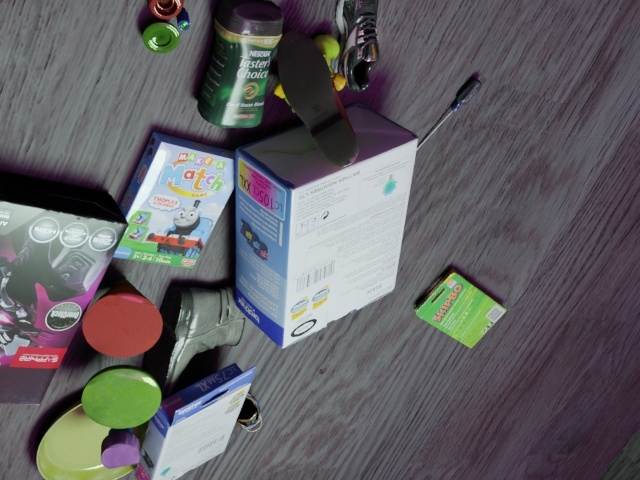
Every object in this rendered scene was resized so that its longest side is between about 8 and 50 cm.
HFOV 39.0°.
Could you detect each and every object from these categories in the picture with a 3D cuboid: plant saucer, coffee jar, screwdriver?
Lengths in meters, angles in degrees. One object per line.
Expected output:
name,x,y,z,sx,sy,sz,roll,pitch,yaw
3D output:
plant saucer,-0.404,0.358,1.658,0.241,0.037,0.241,-19,134,-21
coffee jar,-0.115,-0.258,1.309,0.096,0.079,0.184,-6,128,-32
screwdriver,0.229,-0.224,1.633,0.170,0.024,0.025,-49,166,19

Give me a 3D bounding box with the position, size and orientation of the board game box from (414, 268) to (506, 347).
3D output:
board game box,0.307,0.150,1.992,0.124,0.039,0.259,-49,140,8

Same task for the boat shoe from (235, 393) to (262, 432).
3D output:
boat shoe,-0.154,0.340,1.799,0.066,0.066,0.183,-33,138,-7

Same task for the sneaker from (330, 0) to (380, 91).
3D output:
sneaker,0.068,-0.311,1.396,0.072,0.077,0.178,-16,132,-26

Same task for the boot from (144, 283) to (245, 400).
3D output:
boot,-0.212,0.187,1.611,0.161,0.083,0.246,2,117,-38

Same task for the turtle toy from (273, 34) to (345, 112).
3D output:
turtle toy,-0.012,-0.256,1.392,0.095,0.066,0.130,26,104,-16

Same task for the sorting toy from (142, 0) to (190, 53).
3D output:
sorting toy,-0.210,-0.308,1.235,0.061,0.042,0.102,3,137,-19

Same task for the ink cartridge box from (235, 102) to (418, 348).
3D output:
ink cartridge box,0.000,0.000,1.531,0.270,0.151,0.395,-24,135,-32

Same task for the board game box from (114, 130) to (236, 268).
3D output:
board game box,-0.231,-0.059,1.426,0.160,0.039,0.211,10,117,-40

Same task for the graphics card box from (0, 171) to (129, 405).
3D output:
graphics card box,-0.467,0.081,1.337,0.233,0.094,0.371,13,116,-41

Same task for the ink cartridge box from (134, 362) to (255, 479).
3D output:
ink cartridge box,-0.235,0.338,1.670,0.186,0.065,0.311,-24,154,-36

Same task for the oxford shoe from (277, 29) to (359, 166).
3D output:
oxford shoe,-0.005,-0.208,1.341,0.076,0.076,0.212,-22,95,9

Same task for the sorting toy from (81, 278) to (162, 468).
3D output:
sorting toy,-0.330,0.208,1.504,0.127,0.126,0.365,1,121,-12
